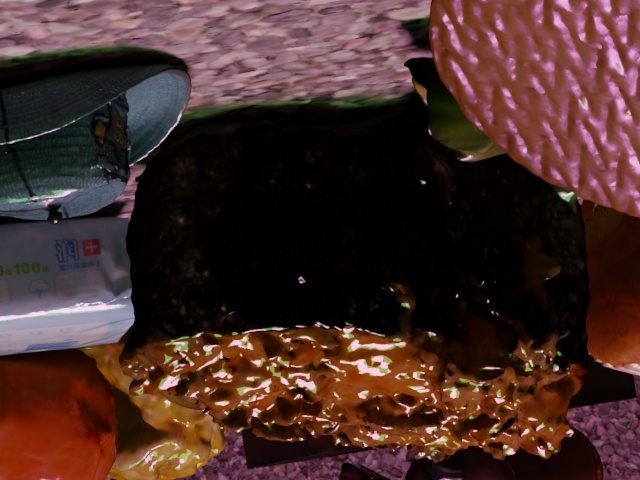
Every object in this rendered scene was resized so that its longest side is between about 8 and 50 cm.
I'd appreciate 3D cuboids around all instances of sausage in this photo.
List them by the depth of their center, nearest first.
[{"bbox_3d":[-0.298,0.137,1.572,0.268,0.141,0.153,19,-165,10],"label":"sausage"}]

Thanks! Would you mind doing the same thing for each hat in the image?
[{"bbox_3d":[-0.162,-0.045,1.062,0.191,0.078,0.138,-11,168,11],"label":"hat"}]

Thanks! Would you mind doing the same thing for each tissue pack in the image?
[{"bbox_3d":[-0.275,0.041,1.427,0.263,0.089,0.177,-4,168,-15],"label":"tissue pack"}]

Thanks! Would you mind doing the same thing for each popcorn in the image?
[{"bbox_3d":[-0.158,0.124,1.682,0.197,0.197,0.155,-18,175,42],"label":"popcorn"}]

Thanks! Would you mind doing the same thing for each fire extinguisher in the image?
[{"bbox_3d":[0.130,0.218,1.688,0.147,0.106,0.337,12,-177,28],"label":"fire extinguisher"}]

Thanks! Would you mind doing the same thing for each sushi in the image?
[{"bbox_3d":[0.040,0.030,1.261,0.348,0.207,0.234,9,154,-30],"label":"sushi"}]

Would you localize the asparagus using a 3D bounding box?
[{"bbox_3d":[0.151,-0.081,1.148,0.287,0.080,0.080,-3,169,-35],"label":"asparagus"}]

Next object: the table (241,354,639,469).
[{"bbox_3d":[0.097,0.080,1.686,0.250,0.196,0.282,-18,169,38],"label":"table"}]

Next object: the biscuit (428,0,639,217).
[{"bbox_3d":[0.178,-0.085,0.935,0.262,0.037,0.262,17,153,9],"label":"biscuit"}]

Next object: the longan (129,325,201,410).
[{"bbox_3d":[-0.073,0.073,1.537,0.154,0.176,0.145,-29,176,33],"label":"longan"}]

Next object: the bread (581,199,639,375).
[{"bbox_3d":[0.296,-0.005,1.418,0.156,0.204,0.288,16,159,-16],"label":"bread"}]

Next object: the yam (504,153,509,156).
[{"bbox_3d":[0.080,-0.051,1.373,0.145,0.032,0.032,-6,170,-9],"label":"yam"}]
